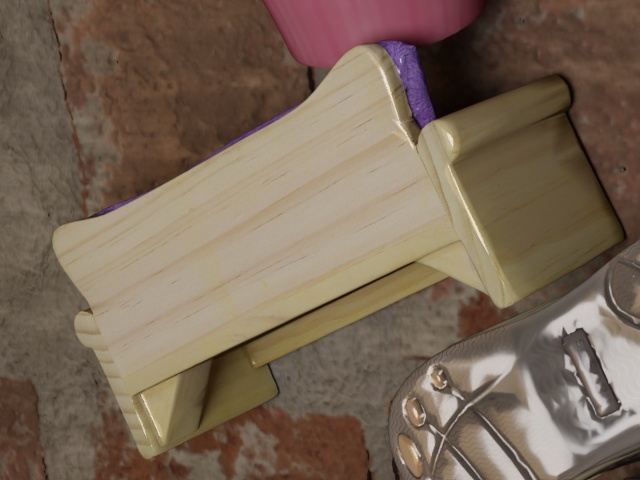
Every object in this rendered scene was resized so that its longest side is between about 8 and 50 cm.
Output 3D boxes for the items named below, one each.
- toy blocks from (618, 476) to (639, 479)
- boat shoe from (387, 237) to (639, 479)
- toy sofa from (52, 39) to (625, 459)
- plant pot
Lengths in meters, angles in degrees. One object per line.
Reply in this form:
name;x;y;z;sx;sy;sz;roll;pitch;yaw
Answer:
toy blocks;0.313;0.257;0.930;0.260;0.309;0.288;-30;95;6
boat shoe;0.210;0.058;0.983;0.355;0.130;0.132;-22;81;18
toy sofa;0.000;0.000;1.113;0.362;0.150;0.177;-28;86;39
plant pot;0.020;-0.213;1.030;0.201;0.201;0.180;0;118;38
